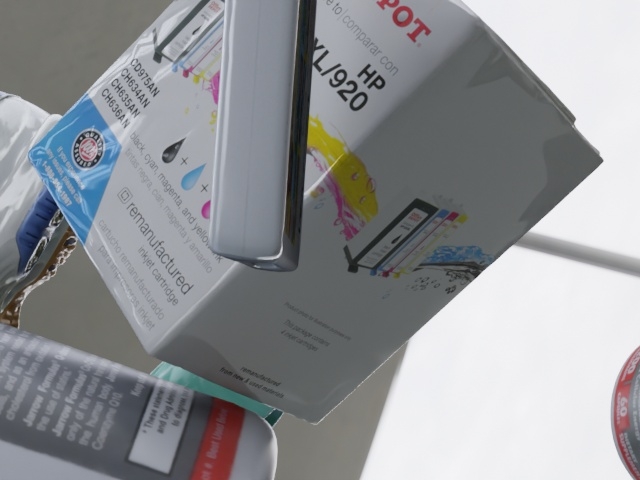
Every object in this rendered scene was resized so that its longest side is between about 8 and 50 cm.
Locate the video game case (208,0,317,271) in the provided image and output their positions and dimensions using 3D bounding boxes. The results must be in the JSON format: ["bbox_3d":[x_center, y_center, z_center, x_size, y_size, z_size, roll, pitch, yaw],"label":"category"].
[{"bbox_3d":[-0.015,-0.103,0.505,0.206,0.026,0.226,82,-168,-88],"label":"video game case"}]

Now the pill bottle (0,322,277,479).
[{"bbox_3d":[-0.223,0.134,0.714,0.210,0.363,0.210,-160,90,-86],"label":"pill bottle"}]

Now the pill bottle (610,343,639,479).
[{"bbox_3d":[0.330,0.113,0.963,0.283,0.161,0.161,124,171,-73],"label":"pill bottle"}]

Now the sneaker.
[{"bbox_3d":[-0.268,0.033,0.913,0.296,0.131,0.112,-58,-8,-7],"label":"sneaker"}]

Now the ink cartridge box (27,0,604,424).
[{"bbox_3d":[-0.003,-0.049,0.753,0.233,0.171,0.168,-44,-36,10],"label":"ink cartridge box"}]

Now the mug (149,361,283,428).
[{"bbox_3d":[-0.104,0.152,1.157,0.129,0.097,0.157,-47,-9,-11],"label":"mug"}]
